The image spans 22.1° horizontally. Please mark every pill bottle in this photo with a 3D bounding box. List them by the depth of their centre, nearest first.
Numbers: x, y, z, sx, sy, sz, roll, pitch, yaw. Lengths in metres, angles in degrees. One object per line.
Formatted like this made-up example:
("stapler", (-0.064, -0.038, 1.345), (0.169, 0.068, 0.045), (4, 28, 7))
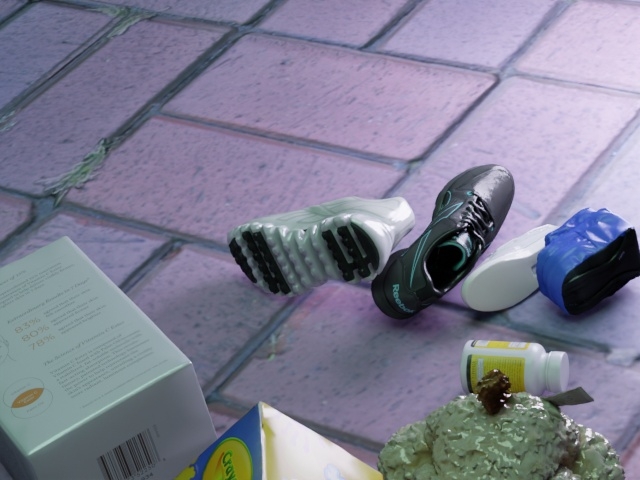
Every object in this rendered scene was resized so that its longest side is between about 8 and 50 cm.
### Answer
("pill bottle", (0.224, 0.149, 1.889), (0.116, 0.065, 0.065), (2, 39, 22))

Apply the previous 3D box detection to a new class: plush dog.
("plush dog", (0.174, 0.270, 1.642), (0.262, 0.210, 0.225), (3, 62, 9))

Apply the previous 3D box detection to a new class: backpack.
("backpack", (0.318, 0.028, 1.995), (0.120, 0.098, 0.101), (-38, 42, -14))

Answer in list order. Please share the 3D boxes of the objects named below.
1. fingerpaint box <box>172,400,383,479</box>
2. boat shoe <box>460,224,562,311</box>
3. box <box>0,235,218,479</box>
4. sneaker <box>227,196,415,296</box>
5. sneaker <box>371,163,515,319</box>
("fingerpaint box", (-0.105, 0.424, 1.408), (0.371, 0.163, 0.445), (-44, 27, 25))
("boat shoe", (0.242, 0.028, 2.051), (0.184, 0.066, 0.063), (-33, 26, -20))
("box", (-0.301, 0.175, 1.956), (0.215, 0.168, 0.345), (-29, 39, -19))
("sneaker", (0.000, 0.000, 2.105), (0.292, 0.110, 0.118), (-4, 27, 45))
("sneaker", (0.178, 0.000, 2.061), (0.267, 0.101, 0.106), (-50, 16, -28))
